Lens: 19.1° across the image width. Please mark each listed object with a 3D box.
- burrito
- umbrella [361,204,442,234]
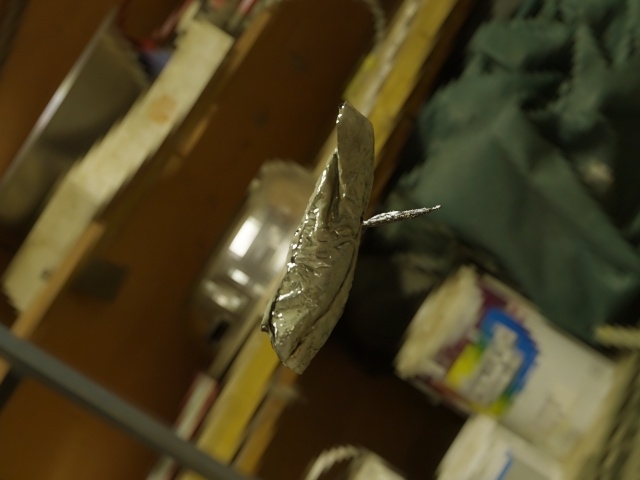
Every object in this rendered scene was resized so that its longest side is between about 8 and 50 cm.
[{"bbox_3d":[0.002,0.000,1.566,0.063,0.058,0.229,-3,68,47],"label":"burrito"},{"bbox_3d":[0.059,-0.019,1.908,0.148,0.022,0.022,-7,49,39],"label":"umbrella"}]
